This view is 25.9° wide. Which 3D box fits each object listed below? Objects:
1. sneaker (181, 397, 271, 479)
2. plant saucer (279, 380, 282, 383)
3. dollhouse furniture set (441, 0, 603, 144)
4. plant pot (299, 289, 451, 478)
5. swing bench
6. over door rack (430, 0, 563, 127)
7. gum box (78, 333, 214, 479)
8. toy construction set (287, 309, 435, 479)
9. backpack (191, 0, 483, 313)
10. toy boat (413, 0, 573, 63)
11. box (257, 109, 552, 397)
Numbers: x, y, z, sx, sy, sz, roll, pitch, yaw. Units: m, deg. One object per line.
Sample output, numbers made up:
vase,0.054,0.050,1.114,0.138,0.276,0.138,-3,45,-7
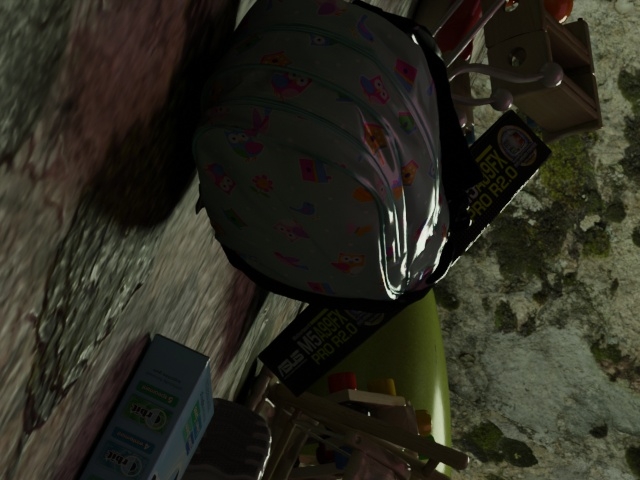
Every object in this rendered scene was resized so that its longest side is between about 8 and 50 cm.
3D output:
sneaker,-0.110,0.257,1.117,0.281,0.105,0.115,-59,172,-53
plant saucer,-0.071,0.198,1.679,0.119,0.021,0.119,24,90,-85
dollhouse furniture set,0.176,-0.171,1.448,0.129,0.184,0.129,26,54,-52
plant pot,0.084,0.202,2.105,0.275,0.275,0.293,89,11,-78
swing bench,-0.008,0.307,1.524,0.165,0.255,0.253,99,18,-69
over door rack,0.148,-0.187,1.259,0.324,0.108,0.239,-62,-168,-12
gum box,-0.127,0.167,0.894,0.157,0.041,0.184,100,15,-71
toy construction set,0.077,0.283,1.767,0.257,0.237,0.309,-62,-147,34
backpack,0.004,-0.042,0.719,0.182,0.152,0.115,84,20,-56
toy boat,0.206,-0.282,1.520,0.151,0.151,0.231,36,79,-85
box,0.075,0.016,1.300,0.216,0.060,0.270,-45,180,-39
